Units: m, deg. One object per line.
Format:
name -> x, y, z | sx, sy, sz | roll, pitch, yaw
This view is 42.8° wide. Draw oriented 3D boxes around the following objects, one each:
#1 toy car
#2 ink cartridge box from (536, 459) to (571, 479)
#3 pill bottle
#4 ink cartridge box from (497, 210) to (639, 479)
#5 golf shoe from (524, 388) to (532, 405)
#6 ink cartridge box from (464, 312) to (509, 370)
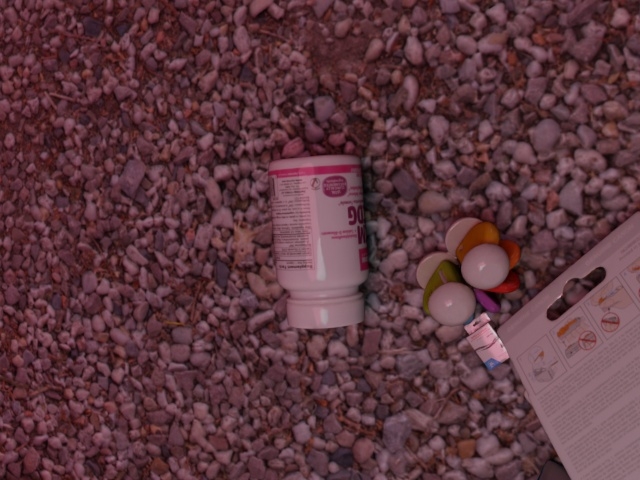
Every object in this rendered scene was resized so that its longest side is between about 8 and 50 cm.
toy car -> 0.248, 0.062, 1.317 | 0.136, 0.159, 0.182 | 31, 109, -20
ink cartridge box -> 0.395, 0.596, 1.268 | 0.285, 0.166, 0.395 | 26, 103, 18
pill bottle -> 0.000, 0.000, 1.393 | 0.160, 0.160, 0.283 | -3, 94, 23
ink cartridge box -> 0.458, 0.197, 1.172 | 0.308, 0.091, 0.385 | -47, 42, 26
golf shoe -> 0.393, 0.304, 1.300 | 0.186, 0.067, 0.086 | 41, 109, 15
ink cartridge box -> 0.278, 0.167, 1.359 | 0.048, 0.028, 0.083 | -40, 78, 21
